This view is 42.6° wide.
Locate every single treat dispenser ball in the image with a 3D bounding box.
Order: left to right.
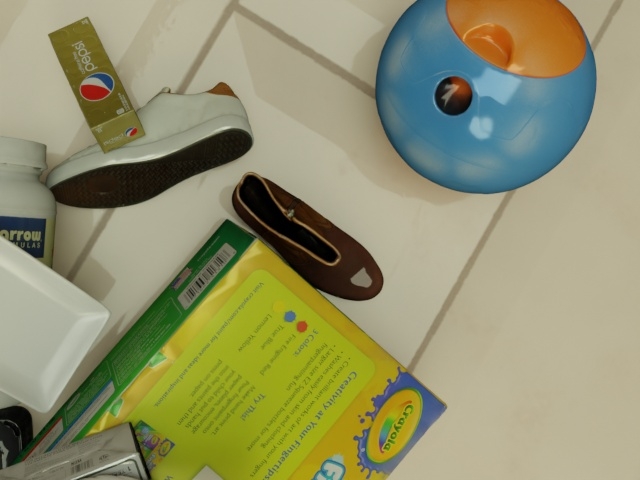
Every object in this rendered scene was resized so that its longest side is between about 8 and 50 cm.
[{"bbox_3d":[0.216,-0.205,1.093,0.288,0.288,0.288,0,92,-9],"label":"treat dispenser ball"}]

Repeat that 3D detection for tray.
[{"bbox_3d":[-0.376,0.071,0.913,0.270,0.030,0.145,42,67,-34],"label":"tray"}]

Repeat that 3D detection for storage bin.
[{"bbox_3d":[-0.455,0.324,1.106,0.122,0.084,0.180,-3,92,-9],"label":"storage bin"}]

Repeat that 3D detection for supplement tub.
[{"bbox_3d":[-0.455,0.032,1.018,0.235,0.235,0.324,4,92,-9],"label":"supplement tub"}]

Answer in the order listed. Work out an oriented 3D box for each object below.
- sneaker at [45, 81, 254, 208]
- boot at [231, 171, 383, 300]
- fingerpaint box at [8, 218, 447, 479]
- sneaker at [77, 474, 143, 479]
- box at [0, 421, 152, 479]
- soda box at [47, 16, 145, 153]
[{"bbox_3d":[-0.240,-0.134,1.135,0.290,0.106,0.123,-18,60,0],"label":"sneaker"},{"bbox_3d":[0.000,0.000,1.068,0.264,0.280,0.096,45,85,-8],"label":"boot"},{"bbox_3d":[-0.119,0.261,1.084,0.371,0.163,0.445,42,85,-22],"label":"fingerpaint box"},{"bbox_3d":[-0.173,0.304,0.826,0.281,0.115,0.105,0,101,-20],"label":"sneaker"},{"bbox_3d":[-0.246,0.374,0.926,0.169,0.087,0.290,-20,107,-14],"label":"box"},{"bbox_3d":[-0.297,-0.207,1.083,0.061,0.058,0.181,-26,63,-7],"label":"soda box"}]
